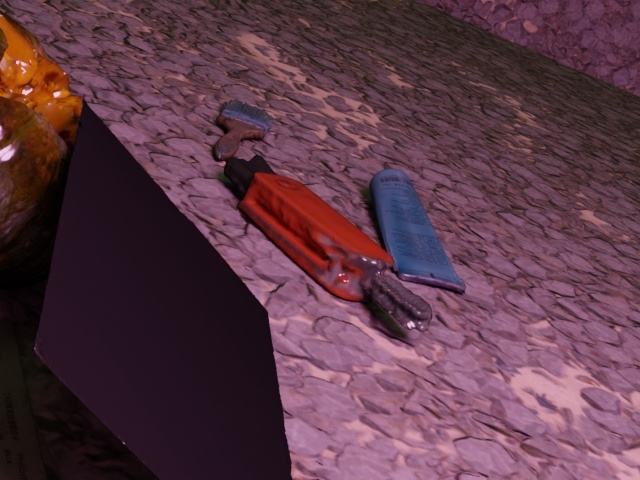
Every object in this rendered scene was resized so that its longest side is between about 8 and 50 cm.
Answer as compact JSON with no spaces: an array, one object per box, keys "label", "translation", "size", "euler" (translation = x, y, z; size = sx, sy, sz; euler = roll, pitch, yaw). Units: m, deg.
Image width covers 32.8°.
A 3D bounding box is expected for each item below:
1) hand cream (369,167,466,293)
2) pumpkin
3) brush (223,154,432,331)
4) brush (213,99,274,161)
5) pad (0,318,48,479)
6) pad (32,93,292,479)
[{"label":"hand cream","translation":[0.098,-0.015,1.211],"size":[0.083,0.048,0.224],"euler":[14,30,-19]},{"label":"pumpkin","translation":[-0.259,-0.071,0.794],"size":[0.238,0.159,0.238],"euler":[55,4,-6]},{"label":"brush","translation":[0.000,0.001,1.067],"size":[0.070,0.051,0.323],"euler":[11,21,-42]},{"label":"brush","translation":[-0.101,-0.130,1.299],"size":[0.070,0.021,0.196],"euler":[20,22,-1]},{"label":"pad","translation":[-0.243,0.108,0.639],"size":[0.159,0.009,0.265],"euler":[9,25,-29]},{"label":"pad","translation":[-0.091,0.057,0.721],"size":[0.248,0.007,0.367],"euler":[53,10,-26]}]
